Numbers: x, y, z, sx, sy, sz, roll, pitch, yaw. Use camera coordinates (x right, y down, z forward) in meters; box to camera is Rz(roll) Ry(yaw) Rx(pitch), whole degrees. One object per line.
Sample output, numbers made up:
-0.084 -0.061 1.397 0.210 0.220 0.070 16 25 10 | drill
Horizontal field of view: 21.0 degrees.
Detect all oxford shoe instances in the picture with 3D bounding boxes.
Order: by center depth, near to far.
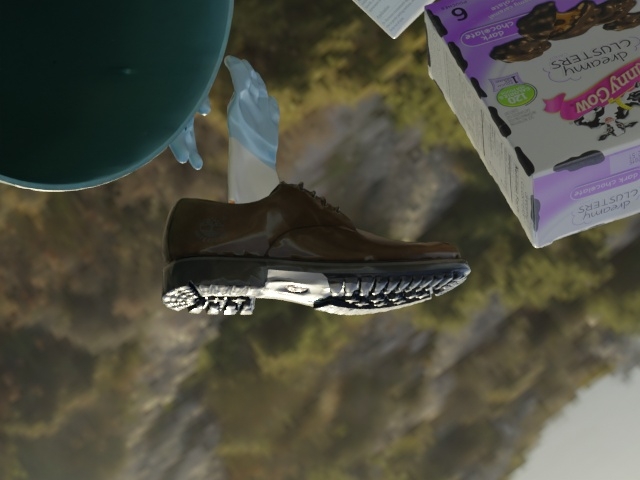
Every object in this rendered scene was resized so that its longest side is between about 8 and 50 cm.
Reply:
0.000 0.000 1.224 0.227 0.096 0.083 5 156 -20 | oxford shoe

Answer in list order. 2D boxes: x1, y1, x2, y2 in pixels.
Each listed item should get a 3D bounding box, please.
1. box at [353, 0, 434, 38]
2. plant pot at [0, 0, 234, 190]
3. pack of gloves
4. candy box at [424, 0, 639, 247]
0.073 -0.233 1.334 0.102 0.087 0.101 -51 -174 -35 | box
-0.246 -0.181 1.197 0.293 0.293 0.235 -20 -165 -40 | plant pot
-0.092 -0.134 1.645 0.046 0.232 0.195 -36 129 27 | pack of gloves
0.182 -0.104 1.182 0.164 0.196 0.070 -18 136 -8 | candy box
